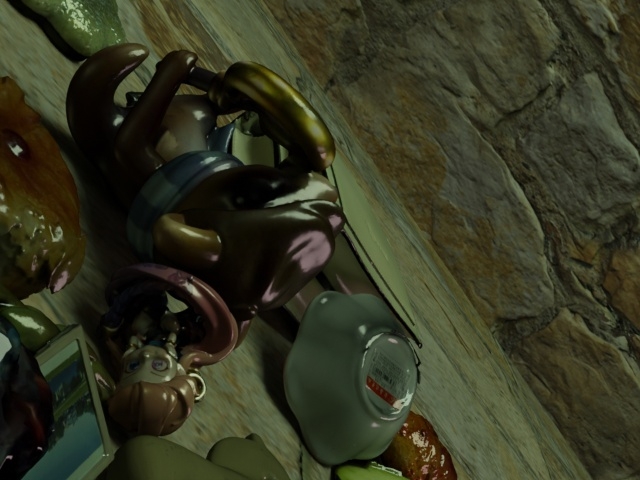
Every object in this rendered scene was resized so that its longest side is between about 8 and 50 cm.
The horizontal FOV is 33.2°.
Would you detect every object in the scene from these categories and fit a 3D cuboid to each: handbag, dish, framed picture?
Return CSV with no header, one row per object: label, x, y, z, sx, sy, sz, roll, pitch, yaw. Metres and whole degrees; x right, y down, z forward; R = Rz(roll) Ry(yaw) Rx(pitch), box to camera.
handbag,0.000,0.000,1.474,0.358,0.160,0.237,55,21,-51
dish,0.061,0.167,1.319,0.229,0.081,0.229,6,81,-45
framed picture,-0.186,0.133,0.706,0.149,0.011,0.109,-47,129,-63

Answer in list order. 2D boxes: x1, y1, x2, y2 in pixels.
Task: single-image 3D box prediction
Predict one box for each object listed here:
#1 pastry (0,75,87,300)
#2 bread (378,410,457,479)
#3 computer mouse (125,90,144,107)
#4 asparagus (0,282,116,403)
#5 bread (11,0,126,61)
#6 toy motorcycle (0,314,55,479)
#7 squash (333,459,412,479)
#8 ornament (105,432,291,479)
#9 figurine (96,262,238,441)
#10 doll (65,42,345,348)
pastry,-0.268,-0.050,0.796,0.229,0.100,0.218,56,13,-2
bread,0.157,0.344,1.515,0.269,0.095,0.139,57,19,-23
computer mouse,-0.194,-0.128,1.377,0.172,0.057,0.099,38,25,-33
asparagus,-0.229,0.066,0.734,0.287,0.080,0.080,44,19,-53
bread,-0.321,-0.311,1.324,0.207,0.056,0.286,61,14,19
toy motorcycle,-0.295,0.009,0.467,0.416,0.172,0.232,21,32,-56
squash,0.125,0.337,1.279,0.237,0.204,0.155,-32,111,-79
ornament,-0.079,0.227,0.880,0.230,0.061,0.245,34,20,-39
figurine,-0.137,0.104,0.938,0.114,0.126,0.157,85,2,-66
doll,-0.113,-0.062,1.100,0.340,0.209,0.318,49,-22,46
